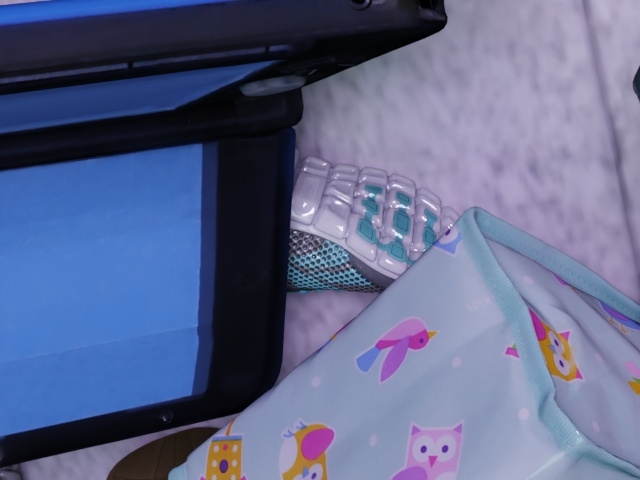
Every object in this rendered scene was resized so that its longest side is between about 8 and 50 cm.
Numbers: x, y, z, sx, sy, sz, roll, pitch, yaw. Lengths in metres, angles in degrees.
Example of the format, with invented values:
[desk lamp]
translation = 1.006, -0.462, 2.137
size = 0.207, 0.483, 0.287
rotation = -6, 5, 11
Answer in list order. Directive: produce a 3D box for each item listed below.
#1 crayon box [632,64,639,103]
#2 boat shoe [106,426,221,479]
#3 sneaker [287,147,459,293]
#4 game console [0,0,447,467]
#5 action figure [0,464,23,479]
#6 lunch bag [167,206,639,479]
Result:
[crayon box]
translation = 0.294, -0.080, 0.506
size = 0.319, 0.081, 0.202
rotation = 15, 120, -11
[boat shoe]
translation = -0.043, 0.133, 0.833
size = 0.153, 0.056, 0.048
rotation = -15, 125, 6
[sneaker]
translation = 0.000, 0.000, 0.754
size = 0.167, 0.065, 0.076
rotation = 23, 136, 1
[game console]
translation = -0.116, 0.014, 0.575
size = 0.293, 0.250, 0.173
rotation = -11, 91, -24
[action figure]
translation = -0.163, 0.195, 0.823
size = 0.164, 0.276, 0.140
rotation = 8, 89, 40
[lunch bag]
translation = 0.098, 0.134, 0.735
size = 0.223, 0.160, 0.262
rotation = -41, 137, 24
